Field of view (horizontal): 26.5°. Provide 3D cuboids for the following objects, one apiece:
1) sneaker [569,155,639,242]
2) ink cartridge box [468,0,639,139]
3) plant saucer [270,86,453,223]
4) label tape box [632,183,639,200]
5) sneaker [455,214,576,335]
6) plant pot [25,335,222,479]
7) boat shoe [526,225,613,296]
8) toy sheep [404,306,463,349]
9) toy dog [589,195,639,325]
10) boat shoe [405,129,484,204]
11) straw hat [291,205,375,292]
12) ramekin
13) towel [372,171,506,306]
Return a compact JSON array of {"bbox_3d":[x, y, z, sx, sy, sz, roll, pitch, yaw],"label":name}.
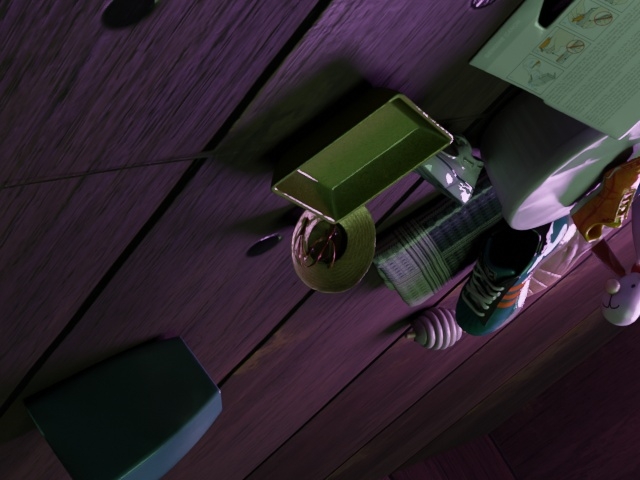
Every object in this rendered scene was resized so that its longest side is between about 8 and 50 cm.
[{"bbox_3d":[0.417,-0.060,1.907,0.064,0.067,0.175,-19,157,-29],"label":"sneaker"},{"bbox_3d":[0.347,-0.262,1.607,0.239,0.060,0.275,24,134,-21],"label":"ink cartridge box"},{"bbox_3d":[0.044,-0.108,1.611,0.188,0.045,0.188,-35,156,14],"label":"plant saucer"},{"bbox_3d":[0.565,-0.193,1.935,0.333,0.106,0.240,117,-5,-59],"label":"label tape box"},{"bbox_3d":[0.287,0.046,2.195,0.121,0.108,0.302,-12,143,-45],"label":"sneaker"},{"bbox_3d":[-0.264,0.252,1.928,0.234,0.165,0.165,-35,163,-15],"label":"plant pot"},{"bbox_3d":[0.407,-0.001,2.415,0.285,0.092,0.103,-42,136,21],"label":"boat shoe"},{"bbox_3d":[0.218,0.168,2.584,0.132,0.091,0.091,-17,158,-22],"label":"toy sheep"},{"bbox_3d":[0.578,-0.025,2.414,0.220,0.333,0.161,-17,129,30],"label":"toy dog"},{"bbox_3d":[0.160,-0.111,1.787,0.076,0.083,0.226,-59,161,1],"label":"boat shoe"},{"bbox_3d":[0.000,0.000,1.811,0.144,0.144,0.061,-17,-164,-37],"label":"straw hat"},{"bbox_3d":[0.346,-0.142,1.890,0.273,0.127,0.273,-28,162,-10],"label":"ramekin"},{"bbox_3d":[0.228,-0.022,2.170,0.312,0.056,0.324,-35,160,2],"label":"towel"}]
